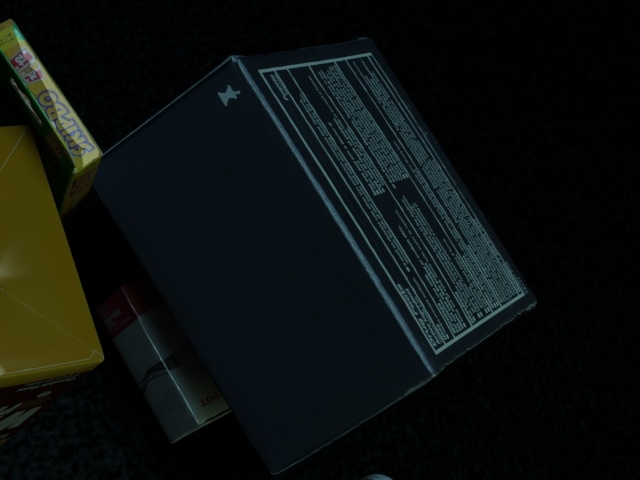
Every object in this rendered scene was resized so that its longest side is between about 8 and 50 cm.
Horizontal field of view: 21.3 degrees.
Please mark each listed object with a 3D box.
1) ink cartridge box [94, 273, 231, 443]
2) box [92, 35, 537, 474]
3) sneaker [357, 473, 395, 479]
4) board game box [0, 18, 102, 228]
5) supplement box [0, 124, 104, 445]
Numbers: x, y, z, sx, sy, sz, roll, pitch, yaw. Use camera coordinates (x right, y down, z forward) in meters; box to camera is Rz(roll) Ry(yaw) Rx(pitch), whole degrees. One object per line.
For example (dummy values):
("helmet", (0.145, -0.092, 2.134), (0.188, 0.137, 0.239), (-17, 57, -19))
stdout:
("ink cartridge box", (-0.114, 0.091, 1.456), (0.099, 0.056, 0.135), (-24, 82, -42))
("box", (0.000, 0.000, 1.447), (0.296, 0.182, 0.294), (58, 23, 5))
("sneaker", (0.131, 0.316, 1.481), (0.153, 0.099, 0.282), (-22, 87, -36))
("board game box", (-0.226, -0.086, 1.344), (0.039, 0.259, 0.124), (-34, 88, -14))
("supplement box", (-0.283, 0.046, 1.264), (0.129, 0.194, 0.191), (-8, 71, -38))
